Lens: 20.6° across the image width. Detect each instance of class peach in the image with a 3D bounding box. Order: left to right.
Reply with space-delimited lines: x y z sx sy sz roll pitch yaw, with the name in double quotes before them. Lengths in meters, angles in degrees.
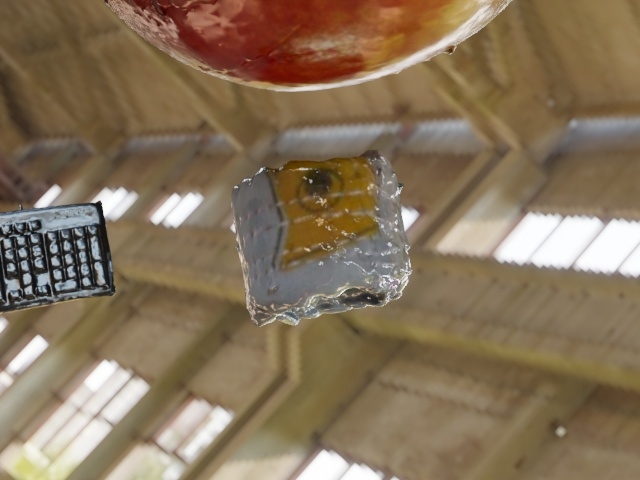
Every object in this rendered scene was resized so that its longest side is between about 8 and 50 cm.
"peach" -0.010 -0.280 1.301 0.370 0.370 0.370 40 -14 12

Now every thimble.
"thimble" 0.001 0.000 1.356 0.151 0.127 0.117 139 -57 -77

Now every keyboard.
"keyboard" -0.290 0.022 1.383 0.017 0.251 0.087 98 -17 -73
